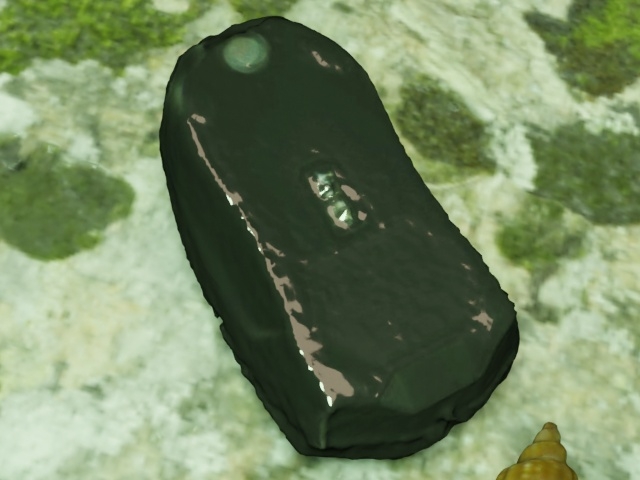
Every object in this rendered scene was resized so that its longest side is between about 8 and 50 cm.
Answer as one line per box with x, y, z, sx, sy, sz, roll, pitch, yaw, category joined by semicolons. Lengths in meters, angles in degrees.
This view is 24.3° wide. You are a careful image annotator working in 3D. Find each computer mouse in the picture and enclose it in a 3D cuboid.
0.000;0.000;0.690;0.122;0.073;0.217;-22;72;-21;computer mouse

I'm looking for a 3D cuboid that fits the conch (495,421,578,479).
0.048;0.218;0.554;0.093;0.109;0.330;13;65;21;conch
